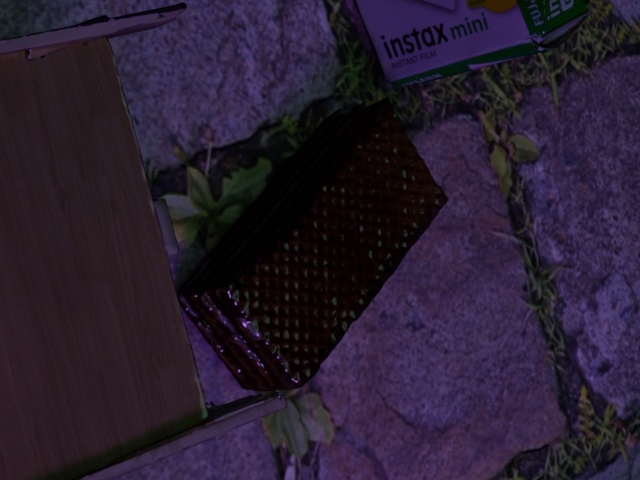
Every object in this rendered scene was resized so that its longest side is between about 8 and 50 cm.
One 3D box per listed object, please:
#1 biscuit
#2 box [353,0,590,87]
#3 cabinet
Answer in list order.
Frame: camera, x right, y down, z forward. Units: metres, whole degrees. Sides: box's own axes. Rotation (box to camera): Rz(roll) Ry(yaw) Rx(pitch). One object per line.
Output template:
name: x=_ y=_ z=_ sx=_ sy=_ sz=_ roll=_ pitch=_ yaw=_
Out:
biscuit: x=0.000 y=0.000 z=1.368 sx=0.106 sy=0.070 sz=0.252 roll=56 pitch=52 yaw=-22
box: x=0.097 y=-0.258 z=1.423 sx=0.103 sy=0.180 sz=0.250 roll=-31 pitch=103 yaw=-44
cabinet: x=-0.230 y=0.027 z=1.059 sx=0.318 sy=0.227 sz=0.290 roll=-19 pitch=95 yaw=-44
